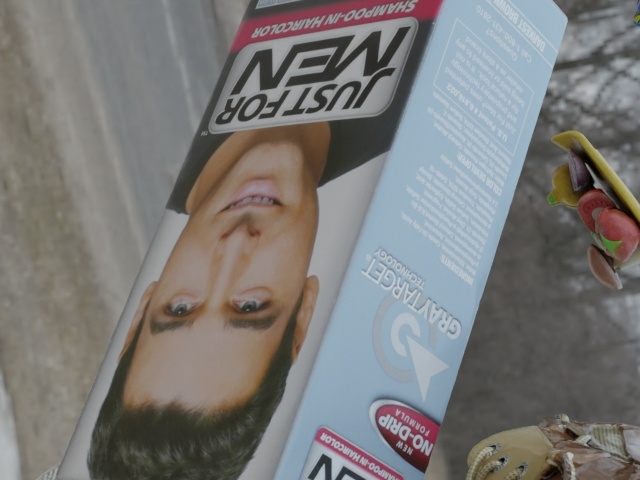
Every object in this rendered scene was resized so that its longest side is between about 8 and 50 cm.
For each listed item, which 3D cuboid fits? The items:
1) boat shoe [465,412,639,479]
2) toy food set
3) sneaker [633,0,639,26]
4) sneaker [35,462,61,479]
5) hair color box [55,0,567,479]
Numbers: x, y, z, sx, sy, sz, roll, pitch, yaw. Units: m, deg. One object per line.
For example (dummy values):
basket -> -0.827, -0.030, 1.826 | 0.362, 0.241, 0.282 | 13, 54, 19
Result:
boat shoe -> 0.129, 0.157, 0.785 | 0.324, 0.119, 0.123 | 5, 99, -74
toy food set -> 0.273, -0.016, 1.443 | 0.128, 0.071, 0.218 | 49, 9, -44
sneaker -> 0.333, -0.246, 1.405 | 0.069, 0.082, 0.209 | 105, -16, -63
sneaker -> -0.165, 0.190, 1.125 | 0.070, 0.134, 0.051 | 54, -12, -29
hair color box -> 0.000, 0.000, 0.909 | 0.113, 0.185, 0.374 | 36, 64, -38
